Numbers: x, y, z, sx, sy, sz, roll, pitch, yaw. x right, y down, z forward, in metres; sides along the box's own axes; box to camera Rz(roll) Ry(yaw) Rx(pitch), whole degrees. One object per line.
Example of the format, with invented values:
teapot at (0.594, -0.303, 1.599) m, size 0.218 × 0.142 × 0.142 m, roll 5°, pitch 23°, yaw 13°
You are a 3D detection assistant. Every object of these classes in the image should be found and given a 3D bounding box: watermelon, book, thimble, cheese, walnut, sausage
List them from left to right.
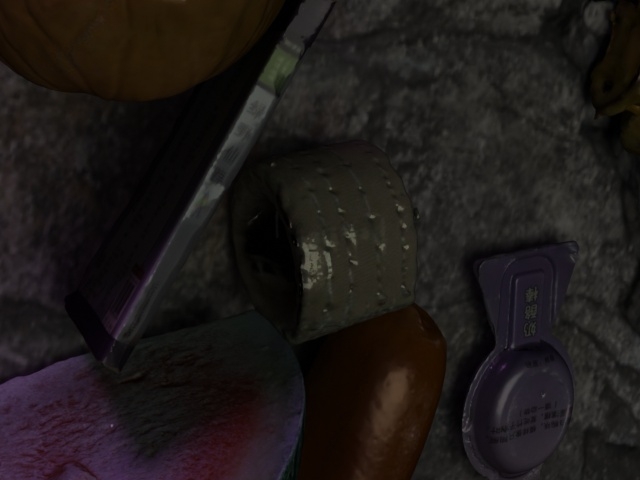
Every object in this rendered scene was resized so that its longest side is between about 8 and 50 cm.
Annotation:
watermelon at (-0.123, 0.139, 1.034) m, size 0.213 × 0.320 × 0.289 m, roll 32°, pitch 68°, yaw -2°
walnut at (-0.104, -0.183, 0.918) m, size 0.195 × 0.195 × 0.222 m, roll -22°, pitch 115°, yaw -26°
book at (-0.072, -0.043, 1.012) m, size 0.026 × 0.157 × 0.231 m, roll 30°, pitch 91°, yaw -18°
thimble at (0.000, 0.000, 1.111) m, size 0.090 × 0.102 × 0.115 m, roll -15°, pitch 82°, yaw -30°
sausage at (0.017, 0.148, 1.191) m, size 0.098 × 0.098 × 0.238 m, roll 15°, pitch 101°, yaw -37°
cheese at (0.146, 0.095, 1.287) m, size 0.105 × 0.042 × 0.191 m, roll -9°, pitch 113°, yaw -32°

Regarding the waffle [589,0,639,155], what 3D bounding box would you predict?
waffle at (0.296, -0.184, 1.265) m, size 0.283 × 0.065 × 0.309 m, roll -40°, pitch 125°, yaw -15°
